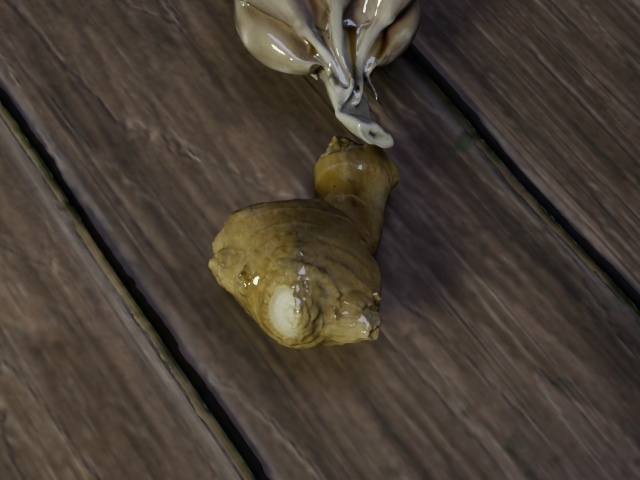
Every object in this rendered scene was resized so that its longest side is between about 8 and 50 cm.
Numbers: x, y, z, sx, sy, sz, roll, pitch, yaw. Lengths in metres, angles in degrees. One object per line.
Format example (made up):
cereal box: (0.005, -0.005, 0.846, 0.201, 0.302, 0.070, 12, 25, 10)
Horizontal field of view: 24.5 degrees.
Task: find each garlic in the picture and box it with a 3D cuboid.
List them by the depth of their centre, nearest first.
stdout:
garlic: (0.001, -0.136, 0.871, 0.131, 0.127, 0.194, 2, 51, -14)

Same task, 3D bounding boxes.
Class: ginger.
ginger: (-0.009, -0.001, 0.807, 0.096, 0.067, 0.165, 12, 39, 0)
